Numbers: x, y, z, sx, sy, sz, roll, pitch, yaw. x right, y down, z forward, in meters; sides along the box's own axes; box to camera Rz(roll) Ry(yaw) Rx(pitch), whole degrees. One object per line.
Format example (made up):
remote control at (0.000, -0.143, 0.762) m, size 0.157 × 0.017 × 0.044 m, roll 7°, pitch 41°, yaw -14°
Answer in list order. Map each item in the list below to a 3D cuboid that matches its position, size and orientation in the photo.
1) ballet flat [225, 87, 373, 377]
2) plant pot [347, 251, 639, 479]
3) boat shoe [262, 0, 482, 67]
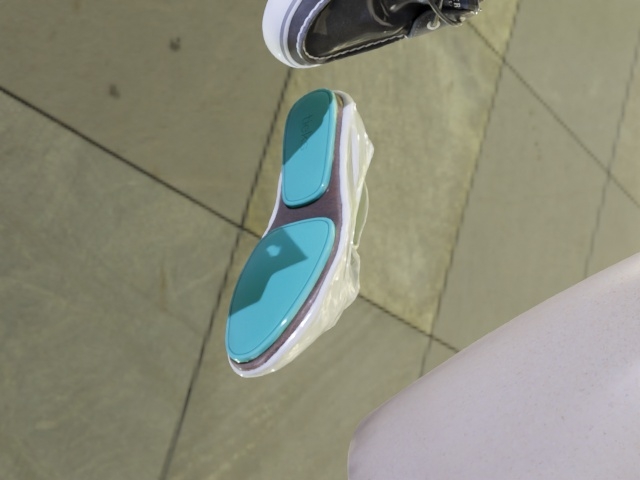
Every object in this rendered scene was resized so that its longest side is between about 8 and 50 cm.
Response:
ballet flat at (0.000, 0.000, 1.263) m, size 0.139 × 0.139 × 0.400 m, roll 51°, pitch 40°, yaw -42°
plant pot at (0.198, 0.108, 0.596) m, size 0.274 × 0.256 × 0.256 m, roll -48°, pitch 148°, yaw 22°
boat shoe at (0.076, -0.161, 0.647) m, size 0.228 × 0.076 × 0.080 m, roll -29°, pitch 138°, yaw -13°
